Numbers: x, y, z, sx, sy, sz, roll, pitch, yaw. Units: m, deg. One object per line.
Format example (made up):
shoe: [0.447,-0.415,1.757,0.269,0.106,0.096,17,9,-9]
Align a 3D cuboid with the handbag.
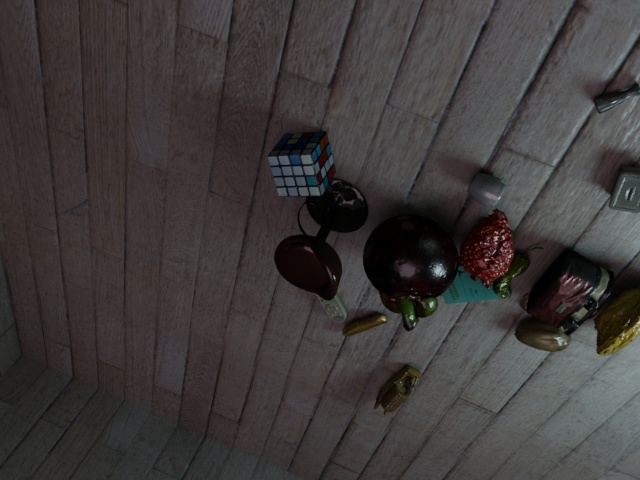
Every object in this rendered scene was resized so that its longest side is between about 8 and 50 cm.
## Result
handbag: [0.780,0.170,1.759,0.181,0.181,0.255,29,130,8]

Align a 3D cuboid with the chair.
chair: [0.000,0.000,1.793,0.226,0.401,0.227,10,130,13]

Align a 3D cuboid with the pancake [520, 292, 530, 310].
pancake: [0.739,0.215,1.922,0.114,0.011,0.115,10,128,13]

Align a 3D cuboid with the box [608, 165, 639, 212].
box: [0.853,-0.143,1.556,0.089,0.062,0.122,11,129,14]

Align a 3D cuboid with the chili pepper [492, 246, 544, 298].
chili pepper: [0.624,0.091,1.815,0.073,0.072,0.204,39,98,26]

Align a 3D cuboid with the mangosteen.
mangosteen: [0.272,0.089,1.785,0.305,0.360,0.306,22,159,9]

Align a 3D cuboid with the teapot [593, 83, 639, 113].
teapot: [0.759,-0.363,1.437,0.110,0.043,0.043,-21,117,29]

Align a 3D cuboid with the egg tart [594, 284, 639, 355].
egg tart: [0.941,0.231,1.732,0.123,0.293,0.294,50,139,28]

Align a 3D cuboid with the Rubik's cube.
Rubik's cube: [-0.057,-0.240,1.792,0.154,0.151,0.155,1,128,23]

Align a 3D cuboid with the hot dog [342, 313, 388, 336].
hot dog: [0.169,0.326,2.219,0.066,0.047,0.215,16,146,-43]

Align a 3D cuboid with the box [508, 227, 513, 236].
box: [0.557,-0.014,1.797,0.079,0.035,0.083,28,131,-1]

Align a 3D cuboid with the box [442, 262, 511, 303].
box: [0.518,0.137,1.929,0.229,0.041,0.162,-10,122,29]

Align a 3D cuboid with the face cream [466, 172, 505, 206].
face cream: [0.492,-0.152,1.679,0.095,0.091,0.091,29,132,9]

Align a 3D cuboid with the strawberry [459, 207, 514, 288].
strawberry: [0.524,0.029,1.741,0.174,0.098,0.228,38,129,15]

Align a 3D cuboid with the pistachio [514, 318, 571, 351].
pistachio: [0.763,0.323,1.943,0.185,0.126,0.109,4,85,23]

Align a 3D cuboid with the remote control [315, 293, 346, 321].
remote control: [0.036,0.229,2.200,0.078,0.042,0.222,-11,120,30]

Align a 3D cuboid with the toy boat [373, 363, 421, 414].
toy boat: [0.319,0.632,2.356,0.089,0.115,0.310,30,131,-3]
